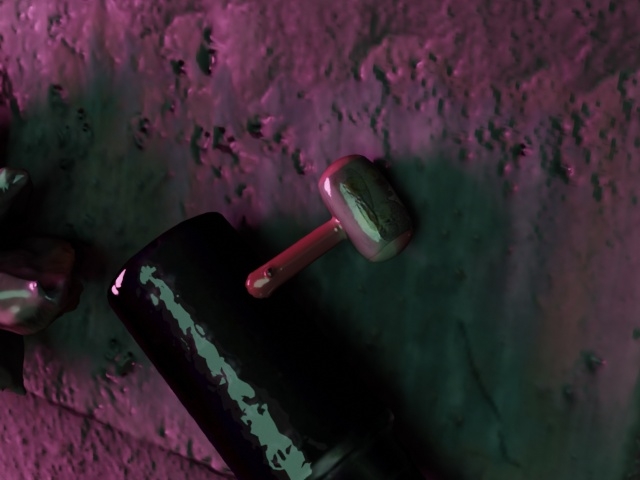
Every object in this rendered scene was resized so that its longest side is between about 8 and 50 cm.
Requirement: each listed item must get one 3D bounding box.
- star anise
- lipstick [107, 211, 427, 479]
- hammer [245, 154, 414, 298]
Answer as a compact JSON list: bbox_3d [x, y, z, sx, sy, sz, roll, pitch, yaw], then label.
[{"bbox_3d":[-0.222,0.004,0.722,0.236,0.093,0.229,20,116,27],"label":"star anise"},{"bbox_3d":[0.010,0.116,0.624,0.300,0.081,0.081,50,124,8],"label":"lipstick"},{"bbox_3d":[0.000,0.000,0.605,0.083,0.031,0.053,-35,83,2],"label":"hammer"}]
